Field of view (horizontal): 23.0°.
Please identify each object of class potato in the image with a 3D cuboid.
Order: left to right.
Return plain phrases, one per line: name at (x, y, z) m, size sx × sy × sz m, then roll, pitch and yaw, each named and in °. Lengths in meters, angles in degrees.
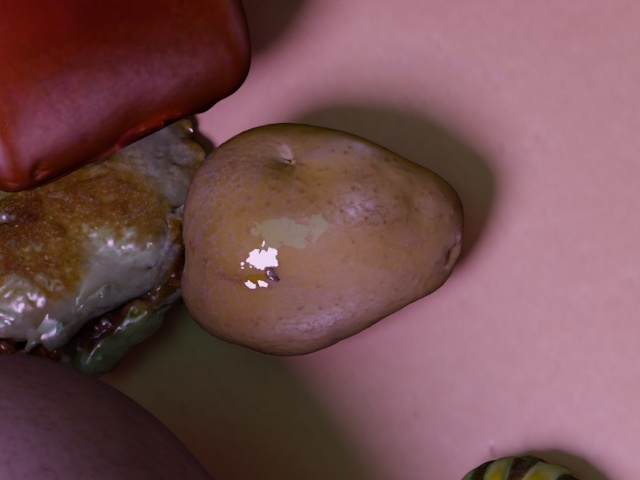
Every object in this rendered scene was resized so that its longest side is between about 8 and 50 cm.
potato at (0.000, 0.000, 1.053) m, size 0.194 × 0.157 × 0.157 m, roll -2°, pitch 79°, yaw 8°

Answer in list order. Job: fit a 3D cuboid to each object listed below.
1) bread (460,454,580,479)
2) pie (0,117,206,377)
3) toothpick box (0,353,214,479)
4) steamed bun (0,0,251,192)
bread at (0.133, 0.202, 0.994) m, size 0.130 × 0.071 × 0.139 m, roll -33°, pitch 70°, yaw 17°
pie at (-0.208, -0.026, 1.161) m, size 0.257 × 0.105 × 0.274 m, roll -33°, pitch 69°, yaw -2°
toothpick box at (-0.180, 0.315, 0.918) m, size 0.409 × 0.409 × 0.425 m, roll -34°, pitch 75°, yaw 12°
steamed bun at (-0.219, -0.231, 1.077) m, size 0.235 × 0.248 × 0.379 m, roll -28°, pitch 60°, yaw -13°
